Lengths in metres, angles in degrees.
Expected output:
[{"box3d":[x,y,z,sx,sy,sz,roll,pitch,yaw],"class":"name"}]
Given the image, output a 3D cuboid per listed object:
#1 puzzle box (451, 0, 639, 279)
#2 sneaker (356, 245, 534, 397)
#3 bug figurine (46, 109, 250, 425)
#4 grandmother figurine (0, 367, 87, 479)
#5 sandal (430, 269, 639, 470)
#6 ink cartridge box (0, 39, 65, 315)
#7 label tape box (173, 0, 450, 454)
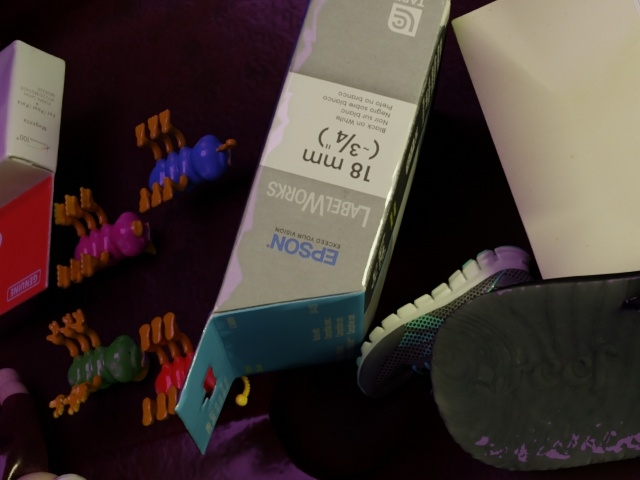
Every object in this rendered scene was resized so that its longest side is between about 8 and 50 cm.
[{"box3d":[0.314,-0.096,1.089,0.409,0.052,0.272,-20,86,27],"class":"puzzle box"},{"box3d":[0.099,0.077,1.240,0.166,0.065,0.076,-39,56,18],"class":"sneaker"},{"box3d":[-0.148,0.038,1.433,0.216,0.072,0.279,-20,63,36],"class":"bug figurine"},{"box3d":[-0.313,0.213,1.457,0.342,0.104,0.208,14,86,43],"class":"grandmother figurine"},{"box3d":[0.269,0.071,1.043,0.446,0.107,0.167,-18,92,27],"class":"sandal"},{"box3d":[-0.348,-0.029,1.580,0.275,0.060,0.239,-27,53,43],"class":"ink cartridge box"},{"box3d":[0.000,0.000,1.225,0.106,0.240,0.333,16,76,5],"class":"label tape box"}]
